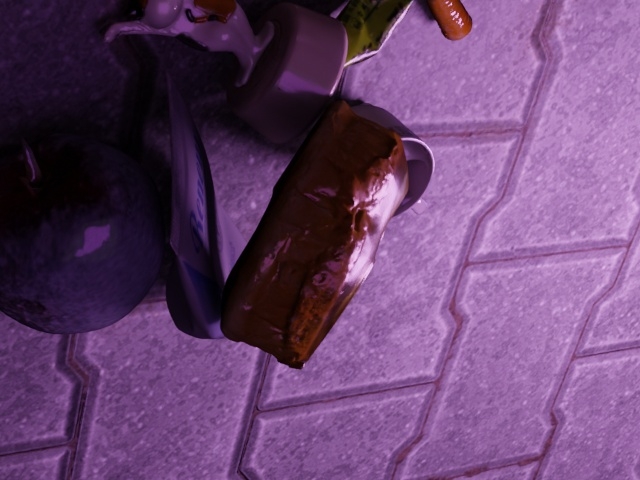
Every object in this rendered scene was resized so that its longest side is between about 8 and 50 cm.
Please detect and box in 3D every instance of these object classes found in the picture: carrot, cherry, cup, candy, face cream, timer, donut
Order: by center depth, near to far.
[{"bbox_3d":[-0.313,-0.009,1.689,0.255,0.218,0.296,-19,142,0],"label":"cherry"},{"bbox_3d":[0.000,0.000,1.699,0.330,0.160,0.330,-61,171,-16],"label":"donut"},{"bbox_3d":[-0.121,-0.251,1.700,0.266,0.175,0.175,26,107,-27],"label":"timer"},{"bbox_3d":[-0.159,-0.003,1.783,0.137,0.234,0.420,-5,152,4],"label":"face cream"},{"bbox_3d":[0.062,-0.289,1.794,0.069,0.149,0.246,37,97,-8],"label":"candy"},{"bbox_3d":[0.166,-0.319,1.866,0.048,0.048,0.139,-42,152,2],"label":"carrot"},{"bbox_3d":[0.080,-0.117,1.925,0.174,0.142,0.134,2,121,-35],"label":"cup"}]
